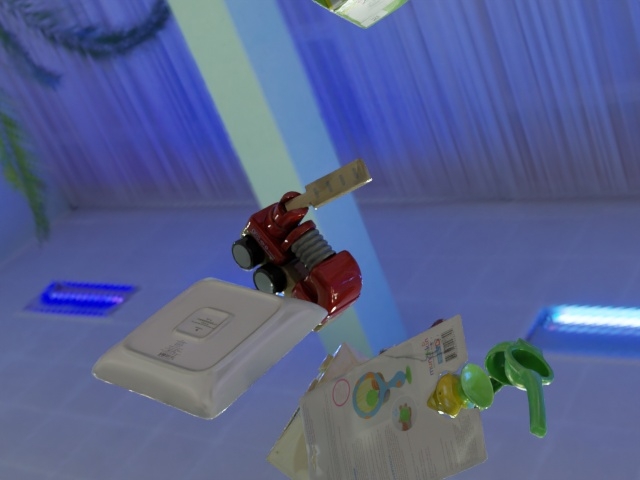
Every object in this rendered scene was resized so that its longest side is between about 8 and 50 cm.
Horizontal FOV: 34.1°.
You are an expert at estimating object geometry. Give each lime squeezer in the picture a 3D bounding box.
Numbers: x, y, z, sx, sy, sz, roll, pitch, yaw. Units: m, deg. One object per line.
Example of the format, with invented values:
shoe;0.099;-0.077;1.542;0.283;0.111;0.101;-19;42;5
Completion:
lime squeezer;0.194;0.150;1.093;0.110;0.059;0.310;-44;179;-13

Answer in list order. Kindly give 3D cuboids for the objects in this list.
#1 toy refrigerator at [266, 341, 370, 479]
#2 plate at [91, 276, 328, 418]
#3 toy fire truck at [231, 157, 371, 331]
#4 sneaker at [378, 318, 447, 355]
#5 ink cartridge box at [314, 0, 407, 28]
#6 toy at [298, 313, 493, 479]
toy refrigerator;0.010;0.259;1.592;0.102;0.094;0.269;-56;177;22
plate;-0.175;0.144;1.600;0.277;0.045;0.278;12;-141;39
toy fire truck;0.000;0.000;1.712;0.158;0.217;0.246;-29;165;-37
sneaker;0.141;0.193;1.747;0.084;0.185;0.069;39;-164;20
ink cartridge box;0.010;-0.417;1.440;0.097;0.189;0.255;-30;167;21
toy;0.075;0.179;0.996;0.237;0.056;0.137;-37;-129;43
